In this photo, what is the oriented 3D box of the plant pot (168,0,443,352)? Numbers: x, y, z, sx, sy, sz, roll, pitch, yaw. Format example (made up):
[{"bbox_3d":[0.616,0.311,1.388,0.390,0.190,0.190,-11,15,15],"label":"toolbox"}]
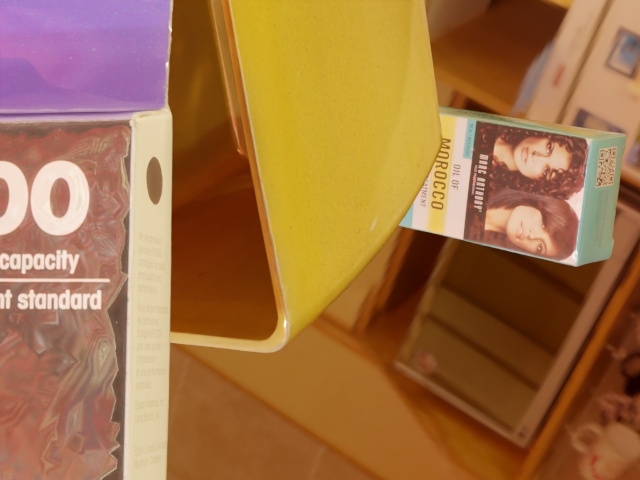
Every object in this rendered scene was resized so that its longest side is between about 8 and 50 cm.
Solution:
[{"bbox_3d":[-0.057,-0.085,0.590,0.187,0.212,0.212,-26,-69,-50],"label":"plant pot"}]

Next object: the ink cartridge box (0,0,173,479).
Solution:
[{"bbox_3d":[-0.150,0.013,0.377,0.045,0.206,0.208,55,-145,-80],"label":"ink cartridge box"}]

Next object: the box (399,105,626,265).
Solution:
[{"bbox_3d":[0.119,-0.053,1.006,0.060,0.244,0.100,-10,-71,-50],"label":"box"}]
